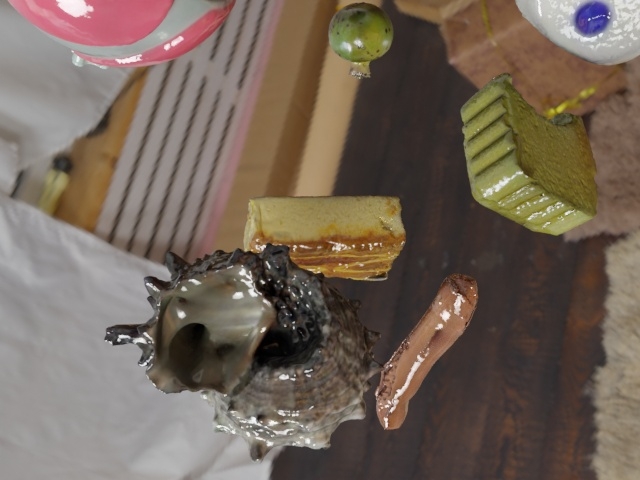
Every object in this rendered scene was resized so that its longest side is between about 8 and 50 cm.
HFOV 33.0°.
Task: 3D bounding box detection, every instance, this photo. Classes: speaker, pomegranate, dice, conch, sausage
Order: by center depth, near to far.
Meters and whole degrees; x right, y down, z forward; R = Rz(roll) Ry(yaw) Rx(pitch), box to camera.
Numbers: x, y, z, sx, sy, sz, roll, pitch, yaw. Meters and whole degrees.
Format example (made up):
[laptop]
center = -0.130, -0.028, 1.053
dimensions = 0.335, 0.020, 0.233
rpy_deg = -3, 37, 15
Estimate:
[speaker]
center = -0.217, -0.329, 1.128
dimensions = 0.294, 0.294, 0.294
rpy_deg = -23, 51, 31
[conch]
center = -0.073, 0.123, 1.193
dimensions = 0.186, 0.313, 0.241
rpy_deg = -31, 42, 50
[sausage]
center = 0.165, 0.178, 1.733
dimensions = 0.304, 0.078, 0.078
rpy_deg = -60, 38, 25
[dice]
center = 0.494, -0.469, 1.858
dimensions = 0.251, 0.243, 0.259
rpy_deg = -57, 12, 34
[pomegranate]
center = 0.070, -0.372, 1.972
dimensions = 0.130, 0.130, 0.130
rpy_deg = -23, 51, 31

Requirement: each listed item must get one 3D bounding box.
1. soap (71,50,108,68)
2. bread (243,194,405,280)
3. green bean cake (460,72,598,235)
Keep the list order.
[soap]
center = -0.366, -0.397, 1.797
dimensions = 0.198, 0.066, 0.119
rpy_deg = 121, 145, -46
[bread]
center = 0.000, 0.000, 1.943
dimensions = 0.185, 0.274, 0.114
rpy_deg = 110, 159, -63
[green bean cake]
center = 0.353, -0.142, 1.842
dimensions = 0.124, 0.236, 0.233
rpy_deg = -32, 47, 40
